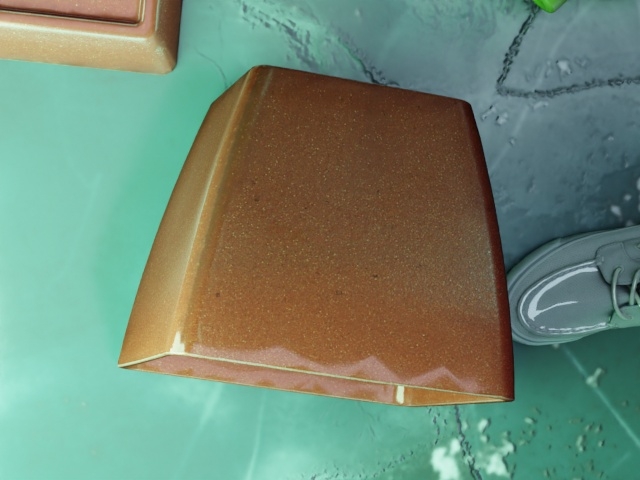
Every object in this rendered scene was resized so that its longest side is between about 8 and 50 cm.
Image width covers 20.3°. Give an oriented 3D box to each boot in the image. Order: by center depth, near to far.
[{"bbox_3d":[0.286,0.031,1.567,0.258,0.123,0.095,-20,100,-11],"label":"boot"}]

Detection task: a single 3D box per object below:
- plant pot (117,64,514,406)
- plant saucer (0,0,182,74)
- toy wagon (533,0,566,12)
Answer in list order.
[{"bbox_3d":[0.000,0.000,1.438,0.267,0.267,0.236,9,82,-14],"label":"plant pot"},{"bbox_3d":[-0.230,-0.275,1.452,0.259,0.048,0.259,5,94,-13],"label":"plant saucer"},{"bbox_3d":[0.221,-0.371,1.499,0.267,0.068,0.344,-41,116,0],"label":"toy wagon"}]
